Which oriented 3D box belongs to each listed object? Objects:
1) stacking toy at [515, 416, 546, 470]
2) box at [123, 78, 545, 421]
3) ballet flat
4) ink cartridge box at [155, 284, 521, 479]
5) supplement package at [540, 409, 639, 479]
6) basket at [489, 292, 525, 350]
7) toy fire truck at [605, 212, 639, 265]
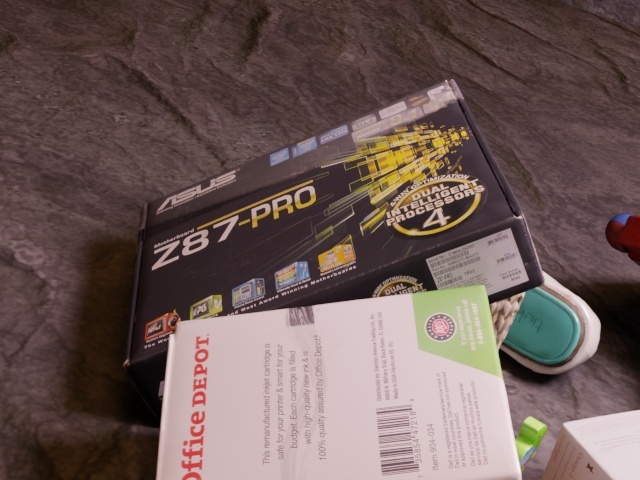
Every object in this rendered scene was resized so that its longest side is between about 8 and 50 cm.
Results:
[{"bbox_3d":[0.071,0.192,0.939,0.167,0.052,0.221,32,62,34],"label":"stacking toy"},{"bbox_3d":[0.000,0.000,1.103,0.395,0.097,0.318,-21,29,8],"label":"box"},{"bbox_3d":[0.176,0.032,1.321,0.400,0.139,0.139,36,35,28],"label":"ballet flat"},{"bbox_3d":[0.016,0.158,0.872,0.273,0.114,0.198,-7,45,5],"label":"ink cartridge box"},{"bbox_3d":[0.296,0.255,0.968,0.105,0.105,0.179,-3,32,-29],"label":"supplement package"},{"bbox_3d":[0.137,0.081,1.154,0.103,0.167,0.113,14,28,-15],"label":"basket"},{"bbox_3d":[0.488,0.047,1.319,0.302,0.169,0.254,26,-2,-43],"label":"toy fire truck"}]
